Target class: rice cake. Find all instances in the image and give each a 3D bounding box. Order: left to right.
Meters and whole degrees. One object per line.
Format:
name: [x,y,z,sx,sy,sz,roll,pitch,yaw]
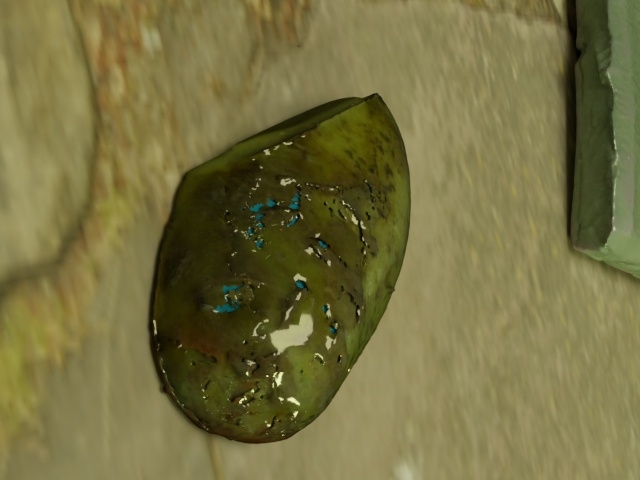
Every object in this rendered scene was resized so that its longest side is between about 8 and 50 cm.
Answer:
rice cake: [0.223,-0.088,0.739,0.127,0.043,0.237,23,62,-40]

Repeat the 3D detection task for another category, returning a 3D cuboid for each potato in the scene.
potato: [0.000,0.000,0.462,0.119,0.054,0.198,56,45,-16]
